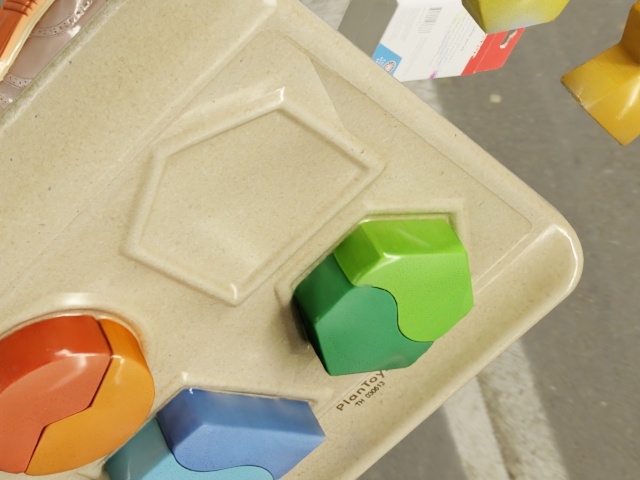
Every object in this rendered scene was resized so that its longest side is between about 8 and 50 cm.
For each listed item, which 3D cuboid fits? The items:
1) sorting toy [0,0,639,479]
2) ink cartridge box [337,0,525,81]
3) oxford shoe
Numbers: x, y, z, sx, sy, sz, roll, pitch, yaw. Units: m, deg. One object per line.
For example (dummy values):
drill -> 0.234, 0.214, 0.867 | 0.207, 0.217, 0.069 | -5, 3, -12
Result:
sorting toy -> 0.000, 0.000, 0.460 | 0.307, 0.041, 0.229 | -43, 135, 14
ink cartridge box -> 0.143, -0.269, 1.635 | 0.231, 0.134, 0.078 | -10, 55, -34
oxford shoe -> -0.302, -0.231, 1.542 | 0.132, 0.130, 0.364 | 39, 90, -29
